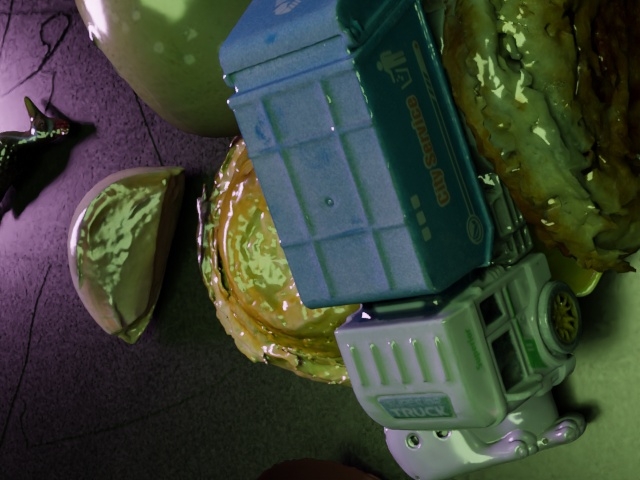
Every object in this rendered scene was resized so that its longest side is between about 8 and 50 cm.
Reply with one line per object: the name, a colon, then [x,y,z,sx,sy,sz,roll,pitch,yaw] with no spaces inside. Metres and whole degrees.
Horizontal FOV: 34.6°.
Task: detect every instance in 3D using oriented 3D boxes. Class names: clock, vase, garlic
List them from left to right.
garlic: [-0.210,0.005,1.060,0.101,0.087,0.195,18,97,12]
vase: [-0.064,-0.276,0.924,0.302,0.241,0.329,-35,50,10]
clock: [0.130,0.137,0.897,0.176,0.080,0.117,-23,82,24]

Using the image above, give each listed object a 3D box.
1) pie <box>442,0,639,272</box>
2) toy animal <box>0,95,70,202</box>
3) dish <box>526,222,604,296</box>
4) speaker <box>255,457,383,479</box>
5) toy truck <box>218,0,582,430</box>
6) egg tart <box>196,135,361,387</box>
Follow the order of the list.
pie: [0.204,-0.127,0.741,0.085,0.308,0.308,-11,86,51]
toy animal: [-0.358,-0.088,1.150,0.202,0.070,0.105,-27,90,19]
dish: [0.182,-0.051,0.861,0.149,0.080,0.207,-22,83,17]
speaker: [-0.069,0.355,0.953,0.259,0.198,0.329,35,115,8]
toy truck: [0.061,-0.037,0.757,0.146,0.175,0.367,-12,103,43]
egg tart: [0.000,0.000,0.939,0.295,0.116,0.294,2,94,25]
